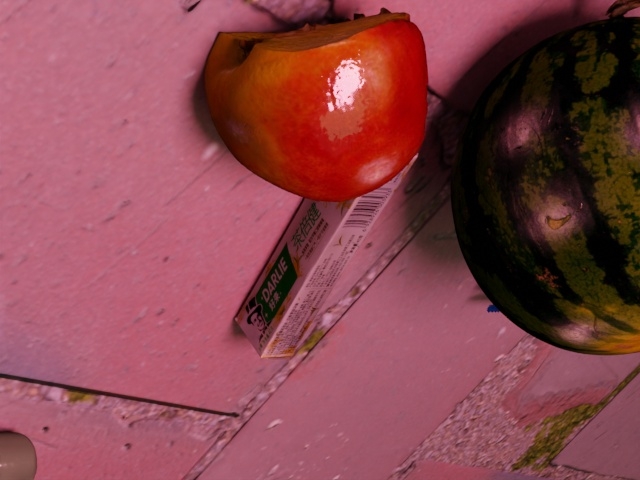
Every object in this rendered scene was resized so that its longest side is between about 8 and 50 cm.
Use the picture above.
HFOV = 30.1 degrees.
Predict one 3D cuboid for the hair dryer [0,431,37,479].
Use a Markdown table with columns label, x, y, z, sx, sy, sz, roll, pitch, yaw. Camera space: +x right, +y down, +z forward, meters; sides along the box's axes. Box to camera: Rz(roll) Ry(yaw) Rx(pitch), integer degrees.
| label | x | y | z | sx | sy | sz | roll | pitch | yaw |
| --- | --- | --- | --- | --- | --- | --- | --- | --- | --- |
| hair dryer | -0.273 | 0.195 | 0.866 | 0.150 | 0.047 | 0.071 | -48 | 148 | 23 |

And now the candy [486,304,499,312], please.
| label | x | y | z | sx | sy | sz | roll | pitch | yaw |
| --- | --- | --- | --- | --- | --- | --- | --- | --- | --- |
| candy | 0.210 | 0.010 | 1.127 | 0.088 | 0.038 | 0.136 | 3 | 119 | -50 |

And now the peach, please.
| label | x | y | z | sx | sy | sz | roll | pitch | yaw |
| --- | --- | --- | --- | --- | --- | --- | --- | --- | --- |
| peach | -0.002 | -0.081 | 0.752 | 0.151 | 0.151 | 0.118 | -15 | 95 | -34 |

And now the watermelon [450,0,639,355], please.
| label | x | y | z | sx | sy | sz | roll | pitch | yaw |
| --- | --- | --- | --- | --- | --- | --- | --- | --- | --- |
| watermelon | 0.226 | -0.041 | 0.888 | 0.269 | 0.269 | 0.269 | -26 | 145 | -20 |

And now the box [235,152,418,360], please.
| label | x | y | z | sx | sy | sz | roll | pitch | yaw |
| --- | --- | --- | --- | --- | --- | --- | --- | --- | --- |
| box | 0.000 | 0.000 | 0.894 | 0.041 | 0.050 | 0.207 | 3 | 128 | -42 |
